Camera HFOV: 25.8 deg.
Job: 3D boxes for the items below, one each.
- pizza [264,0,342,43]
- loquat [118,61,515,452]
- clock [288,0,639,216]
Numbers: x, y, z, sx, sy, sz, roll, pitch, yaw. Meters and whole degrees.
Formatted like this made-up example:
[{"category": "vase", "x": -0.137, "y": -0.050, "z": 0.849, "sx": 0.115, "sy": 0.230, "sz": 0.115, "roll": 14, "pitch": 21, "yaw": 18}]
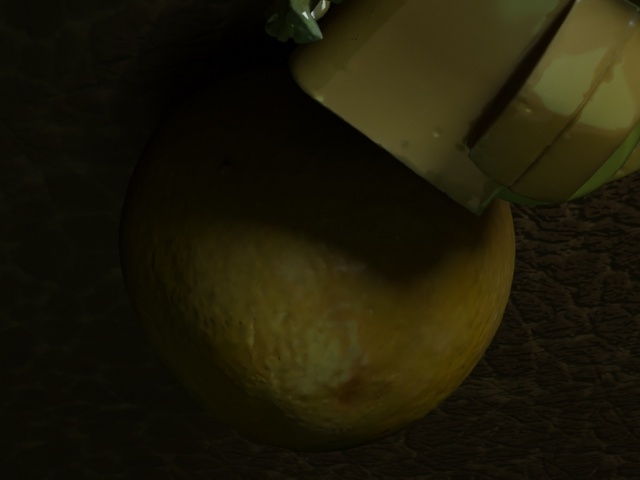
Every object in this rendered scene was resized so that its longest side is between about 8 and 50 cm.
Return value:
[{"category": "pizza", "x": 0.031, "y": -0.198, "z": 0.533, "sx": 0.075, "sy": 0.280, "sz": 0.288, "roll": 23, "pitch": 115, "yaw": -10}, {"category": "loquat", "x": 0.000, "y": 0.000, "z": 0.936, "sx": 0.275, "sy": 0.275, "sz": 0.275, "roll": -3, "pitch": 147, "yaw": -2}, {"category": "clock", "x": 0.150, "y": -0.183, "z": 0.679, "sx": 0.200, "sy": 0.244, "sz": 0.317, "roll": 26, "pitch": 135, "yaw": -15}]
